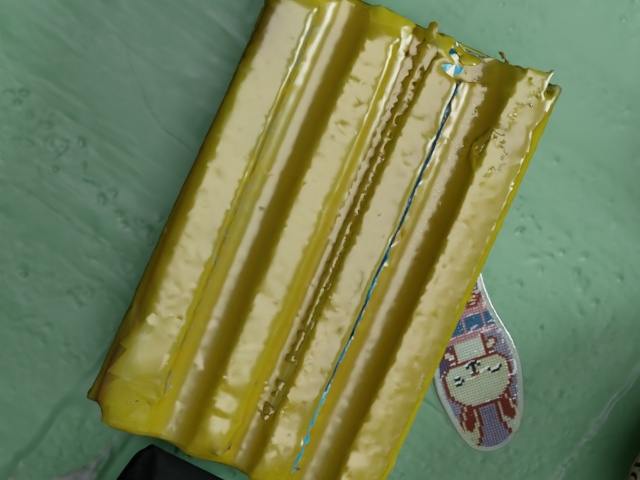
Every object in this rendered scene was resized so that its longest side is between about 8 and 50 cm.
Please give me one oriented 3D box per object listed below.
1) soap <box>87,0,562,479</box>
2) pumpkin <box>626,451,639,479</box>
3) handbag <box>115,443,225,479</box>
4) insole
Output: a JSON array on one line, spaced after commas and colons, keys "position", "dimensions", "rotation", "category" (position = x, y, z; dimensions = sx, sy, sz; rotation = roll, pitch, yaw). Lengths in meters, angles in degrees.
[{"position": [0.000, -0.001, 0.859], "dimensions": [0.204, 0.096, 0.324], "rotation": [23, 100, -7], "category": "soap"}, {"position": [0.340, 0.195, 0.902], "dimensions": [0.260, 0.189, 0.260], "rotation": [0, 81, -1], "category": "pumpkin"}, {"position": [-0.060, 0.311, 0.894], "dimensions": [0.302, 0.178, 0.275], "rotation": [27, 116, -13], "category": "handbag"}, {"position": [0.104, 0.063, 0.933], "dimensions": [0.065, 0.004, 0.197], "rotation": [-17, 105, 0], "category": "insole"}]
